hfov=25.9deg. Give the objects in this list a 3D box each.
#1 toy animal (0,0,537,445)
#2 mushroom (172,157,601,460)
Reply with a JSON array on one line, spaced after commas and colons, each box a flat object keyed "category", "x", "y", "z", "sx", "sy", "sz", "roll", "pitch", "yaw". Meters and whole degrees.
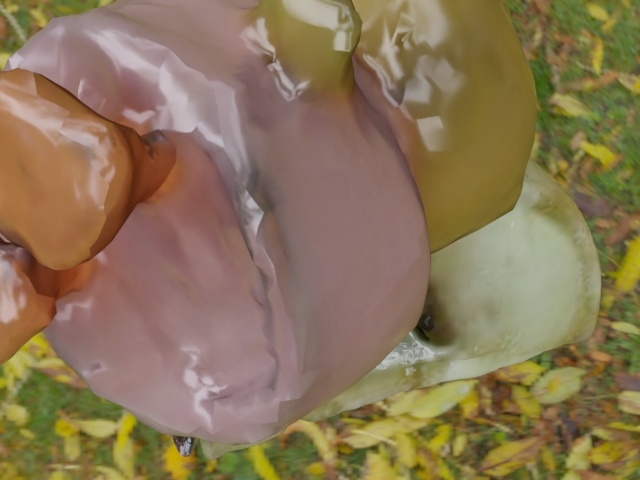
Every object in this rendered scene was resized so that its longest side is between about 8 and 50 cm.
[{"category": "toy animal", "x": -0.011, "y": -0.039, "z": 0.520, "sx": 0.169, "sy": 0.281, "sz": 0.195, "roll": 46, "pitch": 134, "yaw": -3}, {"category": "mushroom", "x": 0.001, "y": -0.006, "z": 0.890, "sx": 0.292, "sy": 0.212, "sz": 0.217, "roll": -24, "pitch": 41, "yaw": -16}]
